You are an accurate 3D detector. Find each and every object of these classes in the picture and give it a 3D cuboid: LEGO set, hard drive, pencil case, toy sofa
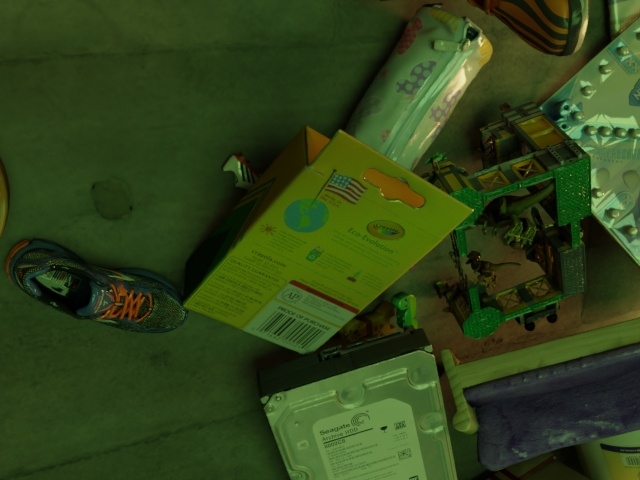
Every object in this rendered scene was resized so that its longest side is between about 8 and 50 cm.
[{"bbox_3d":[0.079,0.105,0.986,0.093,0.087,0.227,-20,113,-32],"label":"LEGO set"},{"bbox_3d":[0.250,-0.039,1.001,0.254,0.192,0.331,-26,129,5],"label":"LEGO set"},{"bbox_3d":[0.066,0.293,0.986,0.236,0.064,0.339,-16,120,-3],"label":"hard drive"},{"bbox_3d":[0.111,-0.167,0.908,0.113,0.124,0.273,33,90,-31],"label":"pencil case"},{"bbox_3d":[0.367,0.205,0.994,0.362,0.150,0.177,-17,68,12],"label":"toy sofa"}]

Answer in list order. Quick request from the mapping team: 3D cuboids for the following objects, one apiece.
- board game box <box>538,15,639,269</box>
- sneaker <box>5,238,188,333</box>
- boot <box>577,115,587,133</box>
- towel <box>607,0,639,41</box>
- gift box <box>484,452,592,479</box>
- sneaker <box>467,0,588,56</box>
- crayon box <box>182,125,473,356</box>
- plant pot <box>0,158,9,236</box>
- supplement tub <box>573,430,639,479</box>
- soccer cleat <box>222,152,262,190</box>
[{"bbox_3d":[0.570,-0.155,1.037,0.390,0.050,0.390,-42,90,-1],"label":"board game box"},{"bbox_3d":[-0.261,0.069,0.827,0.221,0.087,0.083,18,97,-27],"label":"sneaker"},{"bbox_3d":[0.426,-0.144,1.098,0.099,0.045,0.121,19,89,-29],"label":"boot"},{"bbox_3d":[0.548,-0.317,1.112,0.209,0.034,0.285,-22,110,-15],"label":"towel"},{"bbox_3d":[0.355,0.533,1.128,0.255,0.258,0.277,-19,103,-19],"label":"gift box"},{"bbox_3d":[0.160,-0.308,0.818,0.180,0.321,0.125,-20,144,-11],"label":"sneaker"},{"bbox_3d":[0.000,0.000,0.840,0.202,0.081,0.318,27,127,-28],"label":"crayon box"},{"bbox_3d":[-0.413,-0.030,0.675,0.205,0.188,0.205,-6,106,-23],"label":"plant pot"},{"bbox_3d":[0.558,0.350,1.181,0.241,0.241,0.332,-32,115,-13],"label":"supplement tub"},{"bbox_3d":[-0.091,-0.075,0.898,0.035,0.029,0.083,-41,113,1],"label":"soccer cleat"}]
